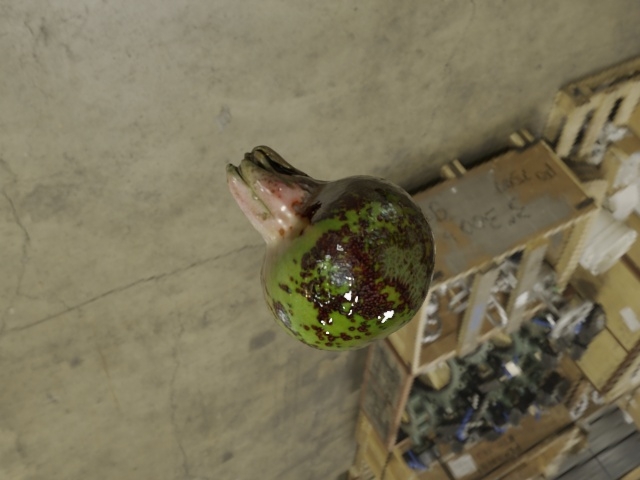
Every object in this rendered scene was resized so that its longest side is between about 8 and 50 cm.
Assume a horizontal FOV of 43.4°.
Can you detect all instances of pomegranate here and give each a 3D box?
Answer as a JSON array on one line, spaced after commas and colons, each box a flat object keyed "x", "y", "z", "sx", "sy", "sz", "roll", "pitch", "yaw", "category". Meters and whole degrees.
[{"x": 0.009, "y": -0.002, "z": 0.586, "sx": 0.126, "sy": 0.163, "sz": 0.138, "roll": -21, "pitch": 171, "yaw": -38, "category": "pomegranate"}]
